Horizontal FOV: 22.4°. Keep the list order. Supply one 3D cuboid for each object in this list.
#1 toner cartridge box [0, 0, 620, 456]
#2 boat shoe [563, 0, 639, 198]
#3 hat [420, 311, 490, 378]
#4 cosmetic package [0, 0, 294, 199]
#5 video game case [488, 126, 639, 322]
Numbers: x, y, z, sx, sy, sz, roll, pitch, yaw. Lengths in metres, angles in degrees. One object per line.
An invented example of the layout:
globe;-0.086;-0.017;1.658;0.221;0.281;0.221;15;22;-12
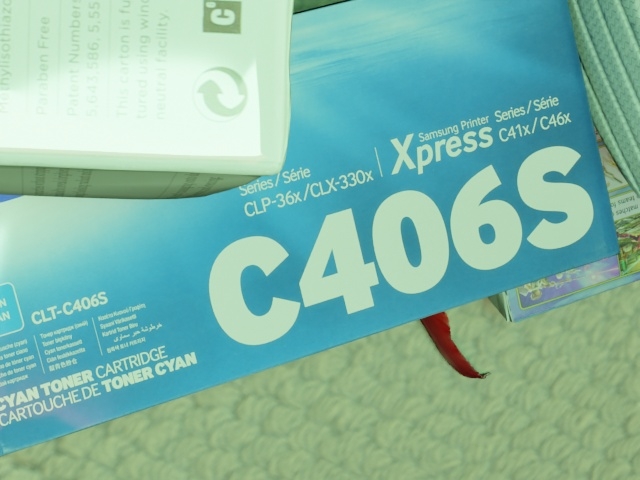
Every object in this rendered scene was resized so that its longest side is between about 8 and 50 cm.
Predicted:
toner cartridge box;-0.029;-0.025;0.803;0.348;0.075;0.165;-17;98;-19
boat shoe;0.175;-0.184;0.820;0.119;0.121;0.335;-11;83;-12
hat;0.000;0.000;0.978;0.173;0.183;0.208;-20;77;-9
cosmetic package;-0.213;-0.099;0.591;0.385;0.217;0.156;3;89;-12
video game case;0.205;-0.106;0.964;0.269;0.061;0.244;-18;115;-7
